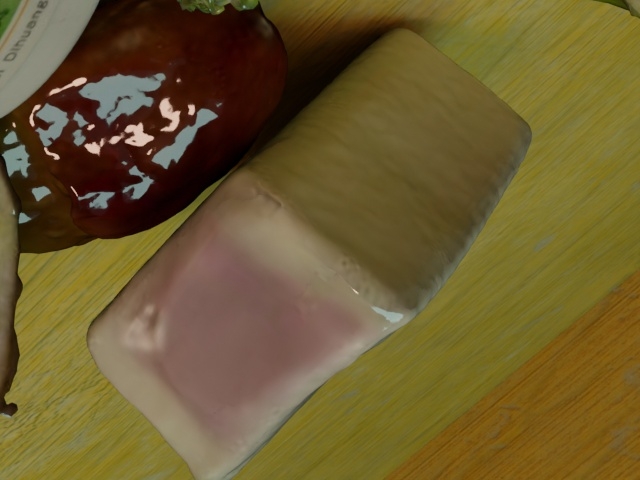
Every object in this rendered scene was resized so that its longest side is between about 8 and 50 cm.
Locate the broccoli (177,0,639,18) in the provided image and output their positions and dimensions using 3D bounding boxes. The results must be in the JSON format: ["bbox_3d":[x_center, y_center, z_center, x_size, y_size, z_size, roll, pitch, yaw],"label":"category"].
[{"bbox_3d":[0.076,-0.163,0.803,0.252,0.361,0.221,-41,-173,34],"label":"broccoli"}]

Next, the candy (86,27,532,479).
[{"bbox_3d":[0.000,-0.003,1.166,0.208,0.145,0.358,-44,-178,31],"label":"candy"}]

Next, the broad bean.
[{"bbox_3d":[-0.126,-0.072,1.030,0.228,0.122,0.156,-34,162,-10],"label":"broad bean"}]

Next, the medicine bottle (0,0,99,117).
[{"bbox_3d":[-0.244,-0.131,0.721,0.324,0.124,0.179,-2,136,-52],"label":"medicine bottle"}]

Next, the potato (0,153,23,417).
[{"bbox_3d":[-0.326,0.065,0.898,0.237,0.300,0.289,-10,142,39],"label":"potato"}]
